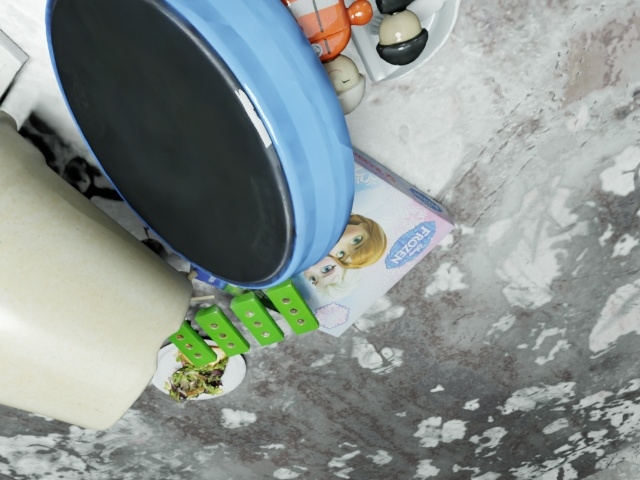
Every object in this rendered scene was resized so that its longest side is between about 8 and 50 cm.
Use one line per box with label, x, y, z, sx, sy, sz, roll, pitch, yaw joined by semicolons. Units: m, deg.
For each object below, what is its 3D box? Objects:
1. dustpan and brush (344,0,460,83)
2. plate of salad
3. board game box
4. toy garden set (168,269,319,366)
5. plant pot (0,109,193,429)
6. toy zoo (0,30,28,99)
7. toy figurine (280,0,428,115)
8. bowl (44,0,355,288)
dustpan and brush;0.138;-0.296;0.574;0.211;0.060;0.147;-27;127;11
plate of salad;-0.255;0.279;0.963;0.199;0.048;0.200;-5;128;-6
board game box;0.000;0.000;0.775;0.317;0.066;0.319;27;120;-26
toy garden set;-0.153;0.099;0.761;0.244;0.049;0.204;-20;125;15
plant pot;-0.347;0.069;0.577;0.305;0.334;0.334;36;115;-22
toy zoo;-0.497;-0.208;0.556;0.192;0.030;0.293;36;115;-30
toy figurine;-0.011;-0.230;0.498;0.209;0.213;0.148;10;135;37
bowl;-0.144;-0.108;0.506;0.391;0.077;0.391;27;142;24
